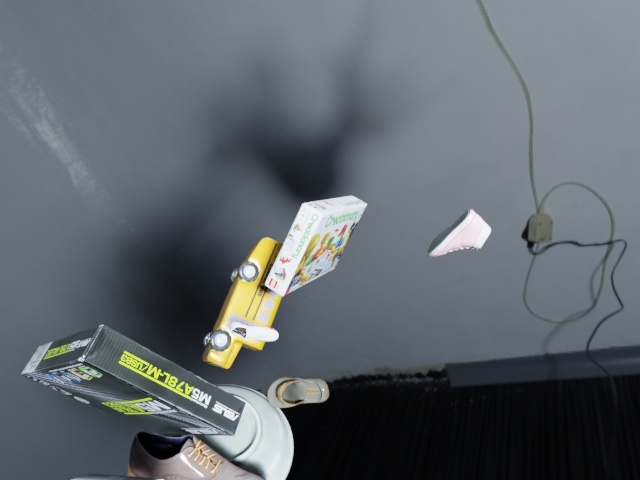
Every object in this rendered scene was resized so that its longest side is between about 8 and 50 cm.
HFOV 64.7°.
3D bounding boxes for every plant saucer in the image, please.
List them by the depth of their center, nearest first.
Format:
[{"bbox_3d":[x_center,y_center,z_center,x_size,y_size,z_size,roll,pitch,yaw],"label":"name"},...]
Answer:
[{"bbox_3d":[-0.267,0.531,1.362,0.400,0.400,0.101,19,127,12],"label":"plant saucer"}]

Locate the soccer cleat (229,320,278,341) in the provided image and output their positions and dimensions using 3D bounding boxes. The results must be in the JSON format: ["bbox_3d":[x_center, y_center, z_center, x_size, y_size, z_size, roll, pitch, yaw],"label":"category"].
[{"bbox_3d":[-0.112,0.155,0.846,0.083,0.035,0.029,15,102,-3],"label":"soccer cleat"}]

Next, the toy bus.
[{"bbox_3d":[-0.179,0.160,1.268,0.130,0.333,0.108,26,160,-15],"label":"toy bus"}]

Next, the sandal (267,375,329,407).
[{"bbox_3d":[-0.073,0.423,1.388,0.219,0.060,0.090,-13,91,38],"label":"sandal"}]

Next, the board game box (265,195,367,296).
[{"bbox_3d":[0.000,0.000,1.133,0.053,0.305,0.193,31,108,15],"label":"board game box"}]

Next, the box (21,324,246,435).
[{"bbox_3d":[-0.211,0.165,0.564,0.190,0.045,0.184,-19,129,42],"label":"box"}]

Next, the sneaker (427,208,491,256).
[{"bbox_3d":[0.268,0.003,0.971,0.070,0.051,0.134,34,131,-8],"label":"sneaker"}]

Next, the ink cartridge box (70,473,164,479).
[{"bbox_3d":[-0.288,0.428,0.708,0.145,0.045,0.179,-7,80,21],"label":"ink cartridge box"}]

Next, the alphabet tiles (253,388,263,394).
[{"bbox_3d":[-0.287,0.587,1.627,0.237,0.198,0.009,-7,135,-14],"label":"alphabet tiles"}]

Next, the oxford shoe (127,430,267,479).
[{"bbox_3d":[-0.278,0.534,1.164,0.363,0.130,0.133,9,107,7],"label":"oxford shoe"}]
